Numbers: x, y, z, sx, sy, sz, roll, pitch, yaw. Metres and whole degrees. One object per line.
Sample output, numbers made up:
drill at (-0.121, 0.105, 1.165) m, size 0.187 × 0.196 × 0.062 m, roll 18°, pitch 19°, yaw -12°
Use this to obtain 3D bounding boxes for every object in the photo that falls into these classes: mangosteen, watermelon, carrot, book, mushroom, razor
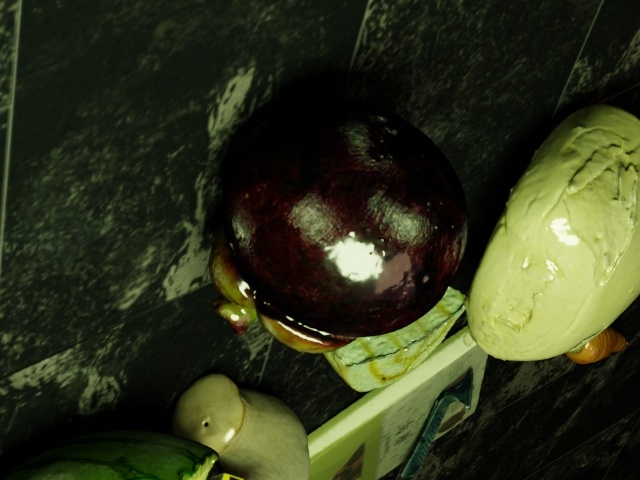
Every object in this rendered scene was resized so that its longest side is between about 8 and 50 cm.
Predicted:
mangosteen at (0.000, 0.000, 1.361) m, size 0.211 × 0.211 × 0.250 m, roll -5°, pitch 148°, yaw -51°
watermelon at (-0.237, 0.291, 1.474) m, size 0.330 × 0.189 × 0.331 m, roll -63°, pitch -176°, yaw 9°
carrot at (0.397, 0.141, 2.295) m, size 0.061 × 0.061 × 0.257 m, roll -50°, pitch 157°, yaw 17°
book at (0.065, 0.250, 2.024) m, size 0.352 × 0.035 × 0.239 m, roll -33°, pitch 155°, yaw -18°
mushroom at (-0.073, 0.207, 1.693) m, size 0.108 × 0.096 × 0.247 m, roll -39°, pitch 150°, yaw -4°
razor at (0.139, 0.234, 2.037) m, size 0.066 × 0.033 × 0.190 m, roll -79°, pitch -168°, yaw -46°

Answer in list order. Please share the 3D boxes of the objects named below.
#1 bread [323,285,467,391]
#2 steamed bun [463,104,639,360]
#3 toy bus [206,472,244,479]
bread at (0.073, 0.097, 1.712) m, size 0.156 × 0.103 × 0.110 m, roll -27°, pitch 147°, yaw -14°
steamed bun at (0.267, 0.013, 1.709) m, size 0.232 × 0.166 × 0.273 m, roll -52°, pitch 165°, yaw -46°
toy bus at (-0.121, 0.293, 1.686) m, size 0.074 × 0.081 × 0.226 m, roll 18°, pitch 155°, yaw -16°
